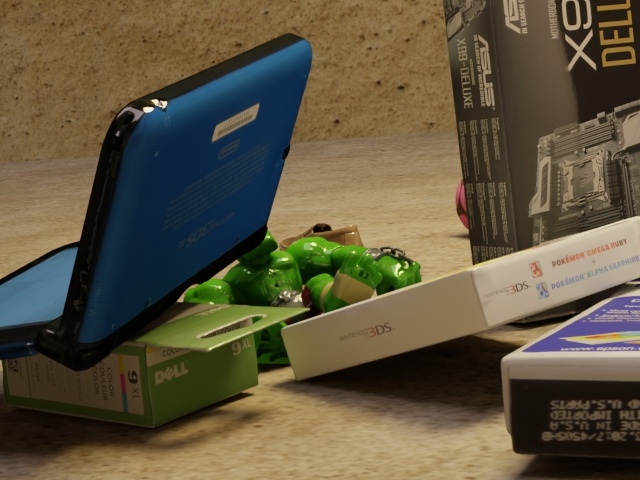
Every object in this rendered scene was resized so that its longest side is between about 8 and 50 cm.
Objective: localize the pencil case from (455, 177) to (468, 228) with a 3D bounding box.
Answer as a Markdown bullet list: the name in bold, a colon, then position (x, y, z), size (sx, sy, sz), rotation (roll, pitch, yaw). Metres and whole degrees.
- **pencil case**: position (0.245, -0.046, 1.690), size (0.098, 0.095, 0.209), rotation (-43, 25, -22)

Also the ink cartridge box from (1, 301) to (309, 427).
- **ink cartridge box**: position (-0.116, 0.084, 1.054), size (0.209, 0.062, 0.109), rotation (1, 12, 39)

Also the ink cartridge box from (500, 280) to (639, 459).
- **ink cartridge box**: position (0.296, 0.069, 0.892), size (0.303, 0.072, 0.307), rotation (-3, 3, 25)

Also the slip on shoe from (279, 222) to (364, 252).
- **slip on shoe**: position (0.000, 0.000, 1.674), size (0.051, 0.041, 0.135), rotation (-10, 9, -30)

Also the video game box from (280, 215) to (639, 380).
- **video game box**: position (0.105, 0.042, 1.076), size (0.187, 0.048, 0.205), rotation (-12, -6, -40)

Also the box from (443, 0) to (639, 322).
- **box**: position (0.234, -0.101, 1.276), size (0.242, 0.307, 0.076), rotation (-8, 5, -26)

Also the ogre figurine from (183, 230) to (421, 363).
- **ogre figurine**: position (-0.032, 0.046, 1.195), size (0.197, 0.097, 0.118), rotation (-41, 33, -14)

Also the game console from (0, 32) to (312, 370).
- **game console**: position (-0.156, -0.030, 1.054), size (0.173, 0.250, 0.293), rotation (22, 24, 13)
